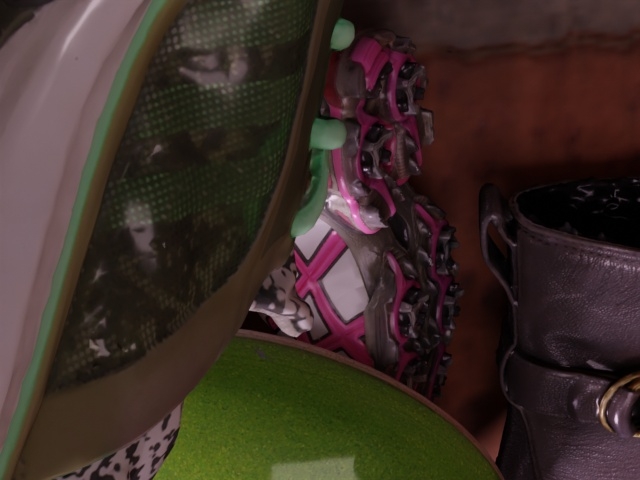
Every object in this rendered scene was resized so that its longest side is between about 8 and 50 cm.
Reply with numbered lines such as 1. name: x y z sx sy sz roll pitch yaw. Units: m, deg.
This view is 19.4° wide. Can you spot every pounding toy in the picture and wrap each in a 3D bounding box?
1. pounding toy: -0.050 0.113 0.647 0.237 0.110 0.183 33 139 -20

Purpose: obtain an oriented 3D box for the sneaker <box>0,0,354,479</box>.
1. sneaker: -0.052 -0.043 0.521 0.410 0.158 0.182 -58 145 -4

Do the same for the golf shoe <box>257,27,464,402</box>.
1. golf shoe: 0.000 0.000 0.650 0.086 0.067 0.186 8 134 24

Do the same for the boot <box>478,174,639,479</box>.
1. boot: 0.170 0.081 0.705 0.263 0.091 0.229 5 124 -9
